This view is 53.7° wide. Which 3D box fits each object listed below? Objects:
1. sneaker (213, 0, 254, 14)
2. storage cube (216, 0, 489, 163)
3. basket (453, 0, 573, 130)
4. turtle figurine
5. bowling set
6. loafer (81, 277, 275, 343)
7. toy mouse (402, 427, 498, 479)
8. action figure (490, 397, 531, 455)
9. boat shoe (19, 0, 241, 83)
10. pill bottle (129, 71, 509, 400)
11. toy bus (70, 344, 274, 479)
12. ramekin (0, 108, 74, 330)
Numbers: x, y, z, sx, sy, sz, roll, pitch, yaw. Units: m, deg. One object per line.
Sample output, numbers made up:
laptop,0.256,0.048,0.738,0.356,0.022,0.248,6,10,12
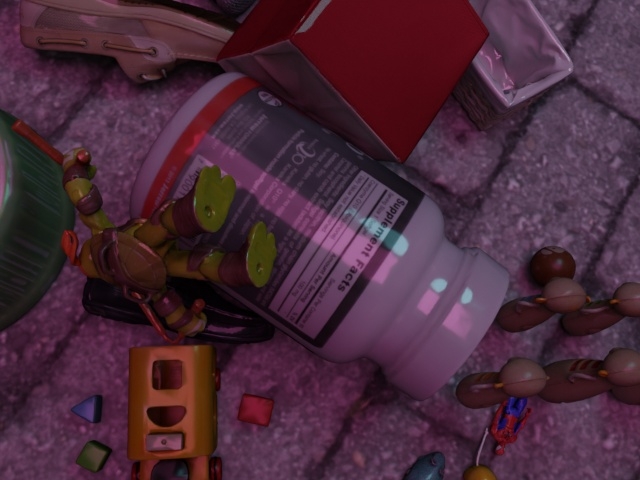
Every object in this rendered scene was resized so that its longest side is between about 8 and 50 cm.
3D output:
sneaker,-0.100,-0.438,0.823,0.153,0.101,0.269,32,79,0
storage cube,0.032,-0.220,0.714,0.215,0.183,0.193,41,75,-30
basket,0.218,-0.239,0.809,0.113,0.103,0.167,-30,81,-11
turtle figurine,-0.162,-0.002,0.567,0.270,0.217,0.087,63,37,-22
bowling set,0.286,0.085,0.704,0.286,0.154,0.200,0,70,-18
loafer,-0.158,0.067,0.720,0.223,0.076,0.078,13,86,1
toy mouse,0.138,0.304,0.718,0.143,0.031,0.161,-4,78,-6
action figure,0.230,0.200,0.753,0.038,0.030,0.115,24,78,-5
boat shoe,-0.216,-0.248,0.782,0.302,0.109,0.098,11,113,-7
pill bottle,0.000,0.000,0.682,0.362,0.210,0.210,34,77,2
toy bus,-0.159,0.205,0.675,0.202,0.104,0.191,41,78,5
ramekin,-0.441,-0.038,0.681,0.303,0.148,0.304,1,78,-5
